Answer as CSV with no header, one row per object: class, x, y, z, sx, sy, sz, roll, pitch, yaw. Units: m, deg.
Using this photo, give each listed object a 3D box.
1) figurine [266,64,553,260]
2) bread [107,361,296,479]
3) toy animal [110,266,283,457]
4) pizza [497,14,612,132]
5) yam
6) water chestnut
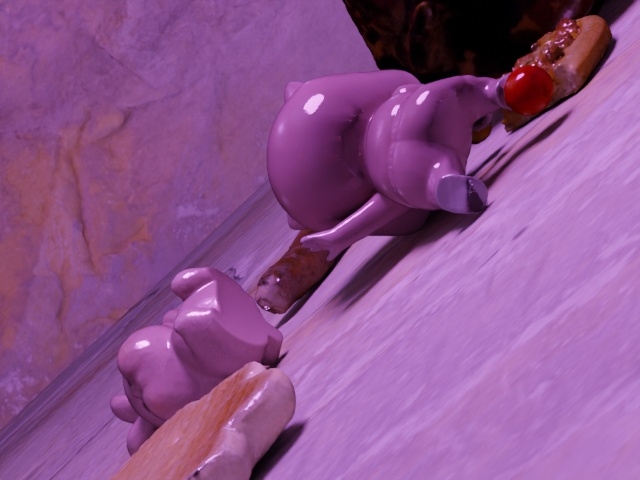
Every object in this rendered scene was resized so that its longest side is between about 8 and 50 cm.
figurine,0.077,-0.070,1.513,0.186,0.176,0.287,4,-8,-37
bread,-0.134,0.205,1.275,0.316,0.054,0.316,-43,7,7
toy animal,-0.138,0.129,1.568,0.212,0.124,0.124,-48,4,24
pizza,0.206,-0.156,1.568,0.134,0.046,0.175,-42,6,10
yam,0.000,0.000,1.810,0.057,0.057,0.241,-38,8,41
water chestnut,0.143,-0.282,1.711,0.300,0.300,0.300,-43,6,6
